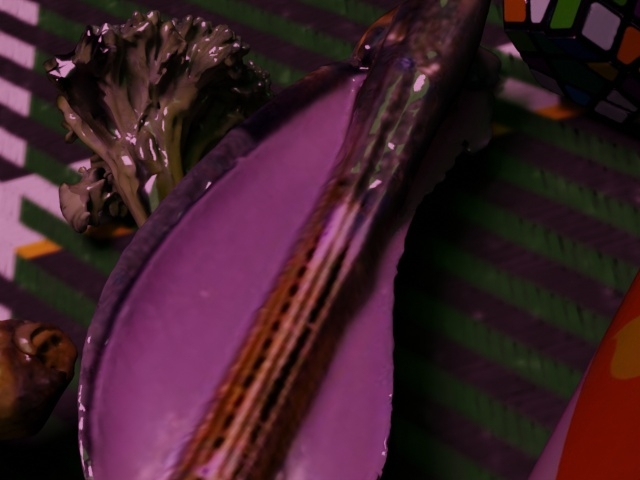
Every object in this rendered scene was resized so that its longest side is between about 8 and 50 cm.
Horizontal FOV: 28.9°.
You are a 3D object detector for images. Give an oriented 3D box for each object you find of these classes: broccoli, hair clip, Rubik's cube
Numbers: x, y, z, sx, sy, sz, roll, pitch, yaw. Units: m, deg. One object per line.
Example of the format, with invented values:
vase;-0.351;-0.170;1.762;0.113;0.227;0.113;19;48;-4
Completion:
broccoli;-0.068;-0.015;0.607;0.122;0.118;0.204;-15;65;-6
hair clip;-0.002;-0.001;0.526;0.095;0.110;0.359;-17;34;45
Rubik's cube;0.148;-0.122;0.582;0.111;0.133;0.133;7;41;-29

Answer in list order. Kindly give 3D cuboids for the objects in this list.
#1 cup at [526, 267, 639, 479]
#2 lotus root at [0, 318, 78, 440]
cup;0.156;0.076;0.397;0.203;0.203;0.288;11;51;27
lotus root;-0.256;0.103;0.545;0.314;0.141;0.169;-27;46;-2
